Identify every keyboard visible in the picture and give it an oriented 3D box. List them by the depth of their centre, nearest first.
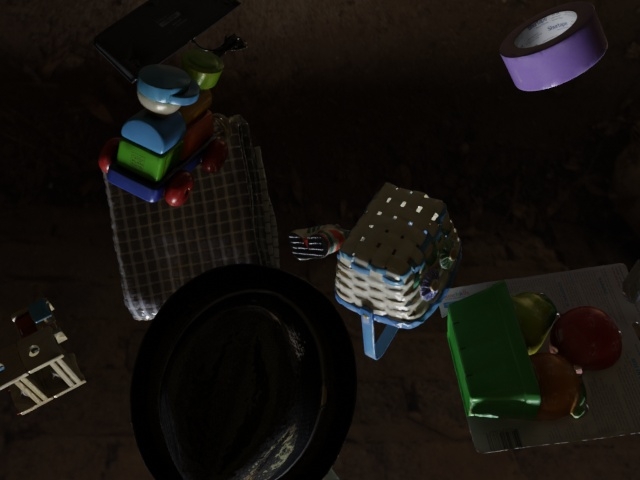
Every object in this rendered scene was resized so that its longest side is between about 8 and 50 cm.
[{"bbox_3d":[-0.276,-0.410,1.474,0.201,0.317,0.033,42,150,2],"label":"keyboard"}]

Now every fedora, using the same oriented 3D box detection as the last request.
[{"bbox_3d":[-0.106,0.191,0.913,0.334,0.152,0.334,0,84,3],"label":"fedora"}]

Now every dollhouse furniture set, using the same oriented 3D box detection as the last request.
[{"bbox_3d":[-0.530,0.187,1.308,0.129,0.184,0.129,-28,150,-14],"label":"dollhouse furniture set"}]

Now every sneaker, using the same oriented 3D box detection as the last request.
[{"bbox_3d":[0.000,0.000,1.377,0.075,0.161,0.057,-20,99,-26],"label":"sneaker"}]

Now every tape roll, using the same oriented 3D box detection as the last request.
[{"bbox_3d":[0.453,-0.379,1.429,0.189,0.189,0.080,-29,117,13],"label":"tape roll"}]

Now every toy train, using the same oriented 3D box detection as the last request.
[{"bbox_3d":[-0.146,-0.158,0.851,0.105,0.248,0.143,27,127,6],"label":"toy train"}]

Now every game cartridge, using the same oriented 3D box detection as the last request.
[{"bbox_3d":[0.528,0.073,1.230,0.056,0.017,0.083,-56,141,-11],"label":"game cartridge"}]

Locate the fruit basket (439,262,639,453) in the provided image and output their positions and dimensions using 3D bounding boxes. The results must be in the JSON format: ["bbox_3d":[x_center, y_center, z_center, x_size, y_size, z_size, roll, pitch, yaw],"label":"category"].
[{"bbox_3d":[0.403,0.197,1.261,0.353,0.327,0.165,-5,141,-4],"label":"fruit basket"}]

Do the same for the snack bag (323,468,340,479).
[{"bbox_3d":[-0.122,0.453,1.180,0.342,0.037,0.323,-47,118,-26],"label":"snack bag"}]

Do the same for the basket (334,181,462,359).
[{"bbox_3d":[0.143,0.062,1.354,0.201,0.255,0.289,23,153,21],"label":"basket"}]

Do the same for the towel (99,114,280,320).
[{"bbox_3d":[-0.193,-0.032,1.095,0.235,0.121,0.284,-10,91,17],"label":"towel"}]
